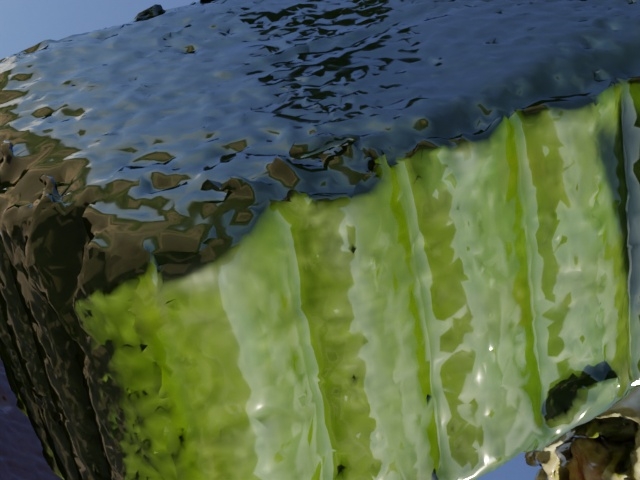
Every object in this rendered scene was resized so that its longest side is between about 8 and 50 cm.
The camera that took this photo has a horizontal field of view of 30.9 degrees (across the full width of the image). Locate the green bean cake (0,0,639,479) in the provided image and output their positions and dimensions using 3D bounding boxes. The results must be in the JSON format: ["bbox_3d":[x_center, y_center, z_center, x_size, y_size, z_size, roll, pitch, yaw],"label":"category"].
[{"bbox_3d":[0.000,0.000,0.585,0.335,0.319,0.218,35,-39,53],"label":"green bean cake"}]

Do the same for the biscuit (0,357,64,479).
[{"bbox_3d":[-0.265,0.162,0.883,0.074,0.381,0.359,-53,-151,11],"label":"biscuit"}]

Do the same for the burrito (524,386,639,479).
[{"bbox_3d":[0.304,0.111,0.922,0.135,0.332,0.190,11,-55,45],"label":"burrito"}]
